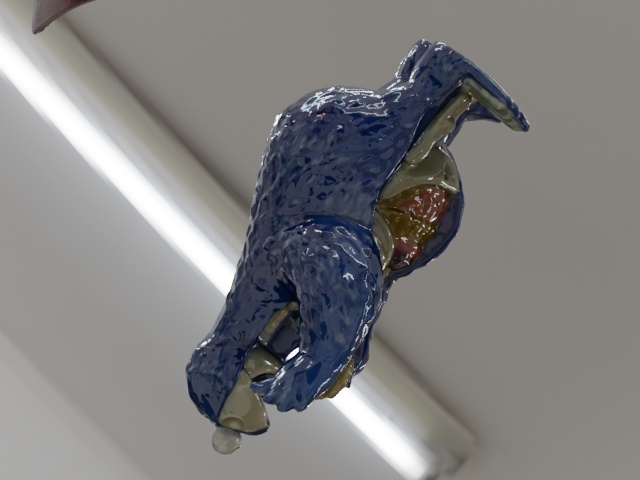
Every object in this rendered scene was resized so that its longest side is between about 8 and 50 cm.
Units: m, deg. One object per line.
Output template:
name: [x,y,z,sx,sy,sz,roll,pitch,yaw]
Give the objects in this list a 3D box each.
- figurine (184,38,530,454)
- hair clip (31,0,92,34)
figurine: [0.003,-0.004,1.035,0.120,0.262,0.164,35,-14,3]
hair clip: [-0.156,-0.179,1.265,0.137,0.054,0.022,-13,-28,40]
